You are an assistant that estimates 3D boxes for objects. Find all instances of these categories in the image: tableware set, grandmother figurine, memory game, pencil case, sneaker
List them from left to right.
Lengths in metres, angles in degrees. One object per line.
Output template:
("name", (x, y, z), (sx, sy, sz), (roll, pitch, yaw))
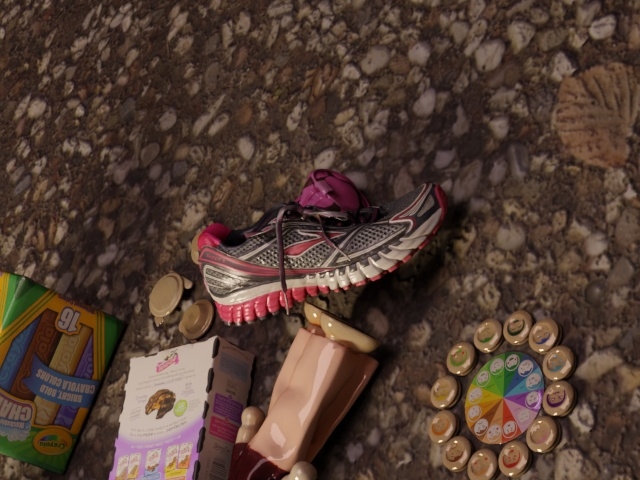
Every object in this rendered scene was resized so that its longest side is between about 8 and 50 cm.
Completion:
("tableware set", (-0.155, 0.054, 1.904), (0.169, 0.020, 0.141), (-53, 41, 6))
("grandmother figurine", (-0.048, 0.244, 1.611), (0.342, 0.104, 0.208), (-63, 11, 0))
("pencil case", (-0.042, 0.002, 1.750), (0.209, 0.098, 0.095), (-44, 50, 19))
("sneaker", (0.000, 0.000, 1.633), (0.299, 0.112, 0.121), (-20, 12, 15))
("memory game", (0.181, 0.157, 1.478), (0.186, 0.012, 0.186), (-26, 49, 34))

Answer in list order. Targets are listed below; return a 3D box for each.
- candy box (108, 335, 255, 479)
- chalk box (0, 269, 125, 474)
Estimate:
("candy box", (-0.170, 0.229, 1.766), (0.165, 0.070, 0.196), (-17, 55, 41))
("chalk box", (-0.428, 0.200, 1.977), (0.180, 0.179, 0.289), (8, 73, 50))
